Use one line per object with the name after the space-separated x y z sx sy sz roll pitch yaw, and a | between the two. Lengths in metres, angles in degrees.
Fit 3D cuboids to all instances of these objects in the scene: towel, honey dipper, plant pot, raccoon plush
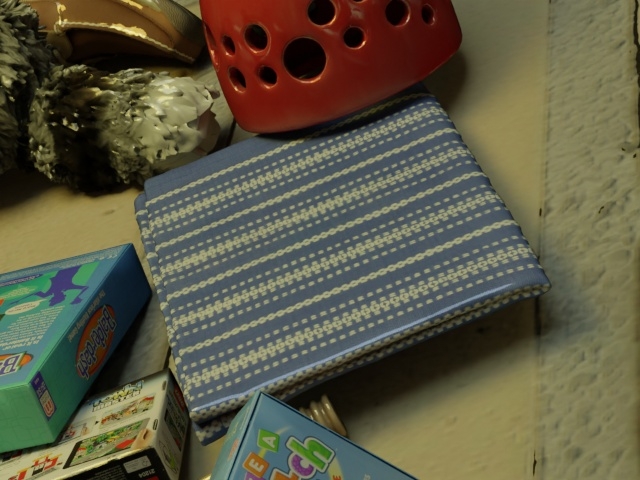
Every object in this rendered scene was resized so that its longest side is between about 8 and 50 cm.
0.000 0.000 1.198 0.243 0.040 0.336 -23 30 0 | towel
-0.059 0.146 1.071 0.160 0.030 0.030 -30 34 2 | honey dipper
-0.005 -0.197 1.326 0.191 0.174 0.191 -18 19 6 | plant pot
-0.329 -0.177 1.377 0.446 0.299 0.216 -7 67 25 | raccoon plush

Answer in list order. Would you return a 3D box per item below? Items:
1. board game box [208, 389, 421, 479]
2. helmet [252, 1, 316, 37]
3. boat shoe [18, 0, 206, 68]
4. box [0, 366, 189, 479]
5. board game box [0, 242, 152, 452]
0.033 0.184 0.816 0.039 0.211 0.160 -50 13 43 | board game box
-0.037 -0.267 1.485 0.161 0.169 0.169 -49 37 -3 | helmet
-0.240 -0.195 1.585 0.324 0.123 0.116 17 86 35 | boat shoe
-0.187 0.153 1.109 0.207 0.036 0.114 -21 19 9 | box
-0.224 0.081 1.203 0.160 0.047 0.210 -13 21 20 | board game box
